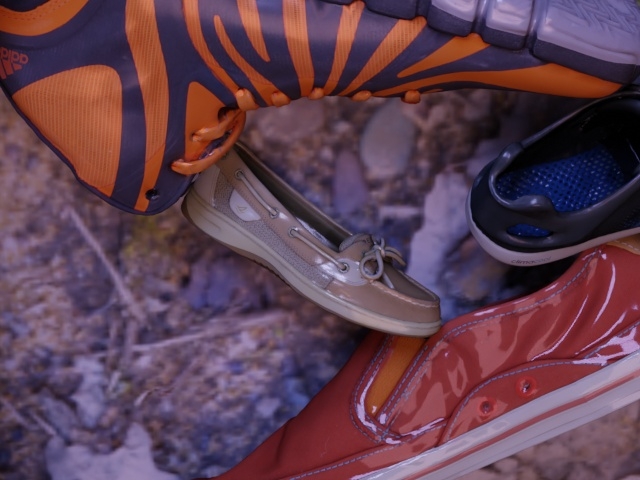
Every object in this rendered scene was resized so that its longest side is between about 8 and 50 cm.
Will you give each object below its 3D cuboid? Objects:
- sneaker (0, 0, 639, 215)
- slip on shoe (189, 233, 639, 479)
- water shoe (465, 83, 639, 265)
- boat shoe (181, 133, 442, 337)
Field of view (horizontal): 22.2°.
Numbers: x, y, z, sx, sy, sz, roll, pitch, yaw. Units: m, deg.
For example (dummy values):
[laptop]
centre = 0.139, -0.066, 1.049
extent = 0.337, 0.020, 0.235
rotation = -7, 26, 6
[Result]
[sneaker]
centre = -0.012, -0.094, 0.799
extent = 0.321, 0.124, 0.180
rotation = 17, 122, -6
[slip on shoe]
centre = 0.052, 0.086, 0.906
extent = 0.331, 0.123, 0.101
rotation = -27, 86, 14
[water shoe]
centre = 0.172, -0.045, 0.820
extent = 0.203, 0.080, 0.073
rotation = -25, 74, -13
[boat shoe]
centre = 0.000, -0.001, 0.850
extent = 0.153, 0.056, 0.048
rotation = 31, 106, 16
